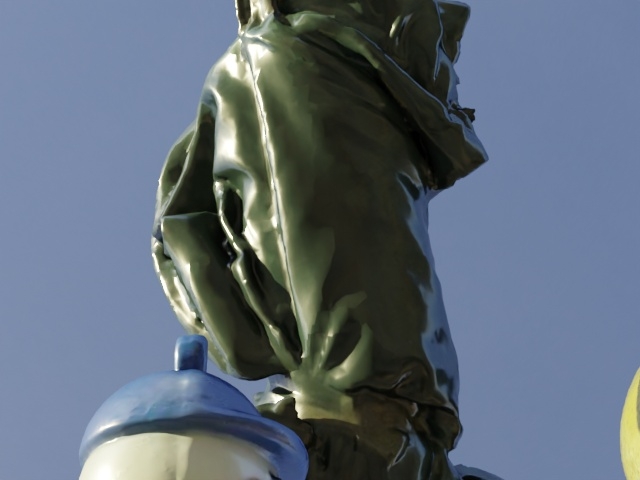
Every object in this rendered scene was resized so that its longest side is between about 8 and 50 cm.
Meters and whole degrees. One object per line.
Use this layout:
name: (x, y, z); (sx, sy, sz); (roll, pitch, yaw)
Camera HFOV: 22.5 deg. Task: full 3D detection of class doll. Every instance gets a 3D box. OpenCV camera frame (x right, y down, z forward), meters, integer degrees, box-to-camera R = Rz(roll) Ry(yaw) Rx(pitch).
doll: (-0.028, 0.081, 0.307); (0.058, 0.098, 0.143); (1, -124, -2)

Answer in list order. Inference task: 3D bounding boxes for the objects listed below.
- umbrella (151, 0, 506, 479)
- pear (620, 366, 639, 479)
umbrella: (0.002, 0.000, 0.658); (0.143, 0.094, 0.348); (-6, -108, -7)
pear: (0.190, 0.080, 0.689); (0.141, 0.104, 0.141); (-10, -69, -28)
